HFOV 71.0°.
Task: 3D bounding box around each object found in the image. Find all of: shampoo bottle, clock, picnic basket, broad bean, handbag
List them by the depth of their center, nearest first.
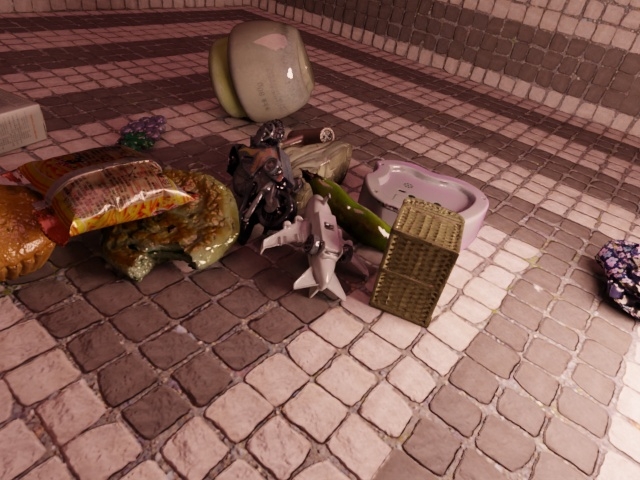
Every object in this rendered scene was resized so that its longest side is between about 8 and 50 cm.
[{"bbox_3d":[0.194,0.037,0.899,0.134,0.196,0.154,20,36,13],"label":"picnic basket"},{"bbox_3d":[0.753,0.099,1.022,0.229,0.126,0.208,23,36,2],"label":"handbag"},{"bbox_3d":[0.075,-0.054,1.045,0.339,0.077,0.061,39,2,-4],"label":"broad bean"},{"bbox_3d":[0.264,-0.097,1.183,0.339,0.102,0.338,7,35,-5],"label":"clock"},{"bbox_3d":[-0.188,-0.563,1.504,0.317,0.322,0.322,-4,33,15],"label":"shampoo bottle"}]

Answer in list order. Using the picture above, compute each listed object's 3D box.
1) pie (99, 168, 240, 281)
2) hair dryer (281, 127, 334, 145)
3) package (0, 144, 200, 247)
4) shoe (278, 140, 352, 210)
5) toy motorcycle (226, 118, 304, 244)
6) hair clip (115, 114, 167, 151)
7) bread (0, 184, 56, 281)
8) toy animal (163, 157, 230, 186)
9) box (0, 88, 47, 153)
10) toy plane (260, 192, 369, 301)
[{"bbox_3d":[-0.312,-0.042,0.939,0.303,0.067,0.302,0,50,0],"label":"pie"},{"bbox_3d":[-0.098,-0.285,1.341,0.220,0.053,0.195,-27,23,-30],"label":"hair dryer"},{"bbox_3d":[-0.410,-0.110,0.859,0.223,0.108,0.288,35,35,26],"label":"package"},{"bbox_3d":[-0.062,-0.216,1.234,0.210,0.132,0.342,31,44,22],"label":"shoe"},{"bbox_3d":[-0.141,-0.144,1.048,0.173,0.108,0.307,-20,60,21],"label":"toy motorcycle"},{"bbox_3d":[-0.528,-0.312,1.329,0.124,0.052,0.195,3,43,6],"label":"hair clip"},{"bbox_3d":[-0.593,-0.007,0.802,0.240,0.139,0.240,7,36,-5],"label":"bread"},{"bbox_3d":[-0.300,-0.149,1.109,0.155,0.095,0.219,-16,45,-17],"label":"toy animal"},{"bbox_3d":[-0.904,-0.291,1.141,0.200,0.106,0.299,22,39,16],"label":"box"},{"bbox_3d":[0.003,-0.002,0.930,0.251,0.101,0.255,17,52,-26],"label":"toy plane"}]
